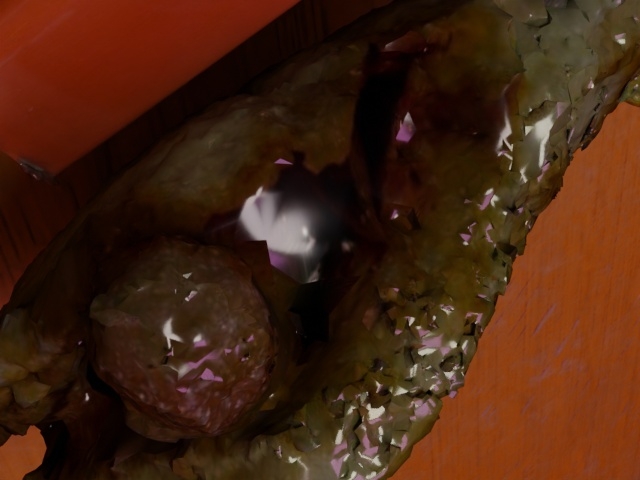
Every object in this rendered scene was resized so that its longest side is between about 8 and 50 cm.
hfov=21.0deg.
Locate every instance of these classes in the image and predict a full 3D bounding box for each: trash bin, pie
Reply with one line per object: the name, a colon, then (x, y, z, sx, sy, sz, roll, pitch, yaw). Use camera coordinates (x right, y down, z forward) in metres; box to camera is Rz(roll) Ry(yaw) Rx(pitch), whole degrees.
trash bin: (-0.075, -0.139, 0.736, 0.239, 0.184, 0.161, -41, 151, 12)
pie: (0.009, -0.010, 0.879, 0.418, 0.180, 0.395, -42, -173, -30)

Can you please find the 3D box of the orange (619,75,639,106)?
orange: (0.217, -0.199, 0.991, 0.158, 0.179, 0.237, -43, 155, -43)
